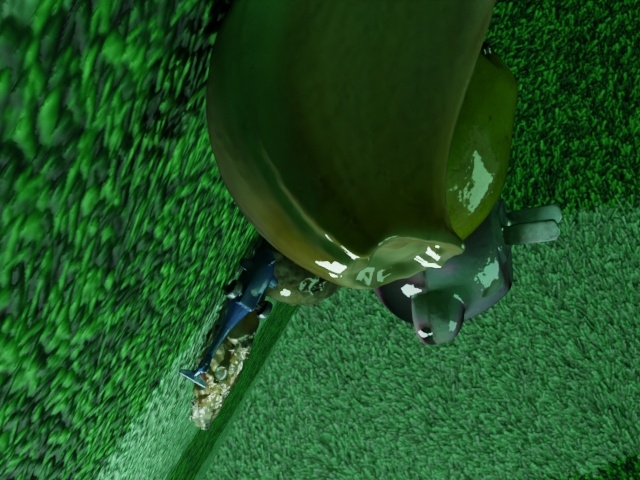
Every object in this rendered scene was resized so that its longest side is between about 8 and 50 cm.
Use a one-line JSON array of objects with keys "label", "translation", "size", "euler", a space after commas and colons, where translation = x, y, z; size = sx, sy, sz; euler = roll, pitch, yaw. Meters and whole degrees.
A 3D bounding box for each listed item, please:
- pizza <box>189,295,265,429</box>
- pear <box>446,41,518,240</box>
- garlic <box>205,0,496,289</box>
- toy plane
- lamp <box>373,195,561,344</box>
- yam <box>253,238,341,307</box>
[{"label": "pizza", "translation": [-0.118, 0.143, 1.394], "size": [0.185, 0.052, 0.195], "euler": [-76, -171, -71]}, {"label": "pear", "translation": [0.075, -0.081, 1.107], "size": [0.269, 0.212, 0.212], "euler": [-57, 178, 7]}, {"label": "garlic", "translation": [0.030, -0.094, 0.611], "size": [0.145, 0.164, 0.245], "euler": [65, 46, -65]}, {"label": "toy plane", "translation": [-0.096, 0.081, 1.276], "size": [0.167, 0.054, 0.062], "euler": [-61, -157, -15]}, {"label": "lamp", "translation": [0.143, -0.053, 1.337], "size": [0.247, 0.247, 0.301], "euler": [-61, 139, -69]}, {"label": "yam", "translation": [0.000, 0.000, 1.466], "size": [0.133, 0.133, 0.330], "euler": [-62, 172, 23]}]
